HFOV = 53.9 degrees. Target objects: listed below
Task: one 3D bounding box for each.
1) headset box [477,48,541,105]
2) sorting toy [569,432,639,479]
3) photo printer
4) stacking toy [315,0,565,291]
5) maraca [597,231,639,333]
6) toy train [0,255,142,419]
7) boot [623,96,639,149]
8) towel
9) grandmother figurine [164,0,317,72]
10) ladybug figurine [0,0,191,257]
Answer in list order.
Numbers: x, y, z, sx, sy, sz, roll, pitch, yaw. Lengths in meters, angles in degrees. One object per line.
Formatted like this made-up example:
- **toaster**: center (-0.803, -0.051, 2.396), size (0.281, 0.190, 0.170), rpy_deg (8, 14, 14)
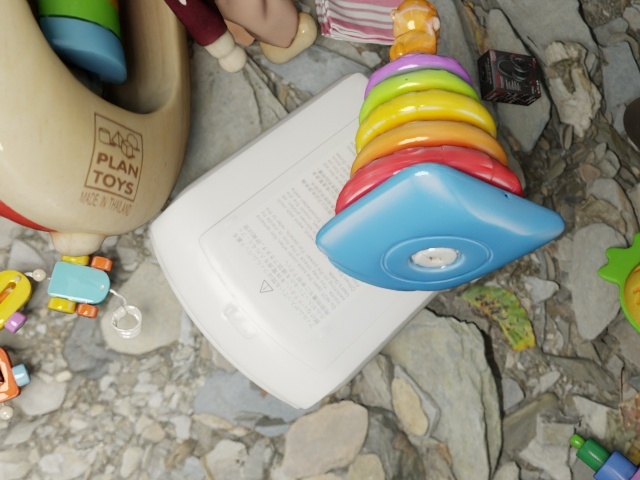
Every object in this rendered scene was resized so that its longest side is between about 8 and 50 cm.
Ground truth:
- **headset box**: center (0.251, -0.220, 0.849), size (0.083, 0.032, 0.062), rpy_deg (4, 74, -19)
- **sorting toy**: center (0.436, 0.169, 0.783), size (0.366, 0.127, 0.126), rpy_deg (-39, 60, -21)
- **photo printer**: center (0.000, 0.000, 0.660), size (0.307, 0.107, 0.256), rpy_deg (-41, 91, -24)
- **stacking toy**: center (0.095, -0.115, 0.597), size (0.175, 0.166, 0.301), rpy_deg (16, 59, -30)
- **maraca**: center (0.429, 0.060, 0.774), size (0.127, 0.099, 0.185), rpy_deg (-28, 43, 4)
- **toy train**: center (-0.258, 0.081, 0.585), size (0.166, 0.046, 0.125), rpy_deg (-26, 86, -20)
- **boot**: center (0.563, -0.091, 0.886), size (0.115, 0.112, 0.305), rpy_deg (-27, 82, -34)
- **towel**: center (0.059, -0.348, 0.823), size (0.144, 0.029, 0.196), rpy_deg (-3, 76, -20)
- **grandmother figurine**: center (-0.113, -0.259, 0.593), size (0.342, 0.104, 0.207), rpy_deg (1, 65, -66)
- **ladybug figurine**: center (-0.252, -0.200, 0.563), size (0.162, 0.305, 0.448), rpy_deg (-14, 74, 22)
